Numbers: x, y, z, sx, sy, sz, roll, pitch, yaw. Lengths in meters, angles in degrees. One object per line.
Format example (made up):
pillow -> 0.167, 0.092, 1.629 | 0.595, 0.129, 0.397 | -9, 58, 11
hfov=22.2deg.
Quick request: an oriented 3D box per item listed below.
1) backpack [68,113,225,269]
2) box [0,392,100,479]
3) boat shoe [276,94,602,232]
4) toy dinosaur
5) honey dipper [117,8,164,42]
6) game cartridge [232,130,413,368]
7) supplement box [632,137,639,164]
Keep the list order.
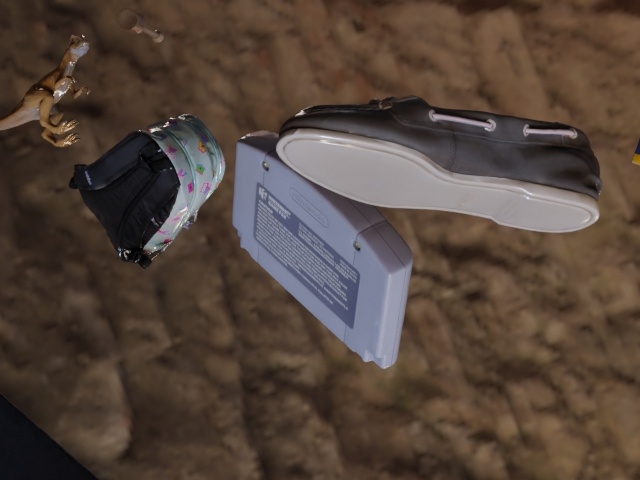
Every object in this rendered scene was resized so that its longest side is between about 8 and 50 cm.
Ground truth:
backpack -> -0.200, -0.073, 1.949 | 0.152, 0.182, 0.115 | 50, -134, 4
box -> -0.433, 0.418, 1.989 | 0.480, 0.471, 0.297 | 46, -121, -22
boat shoe -> 0.113, -0.086, 1.536 | 0.112, 0.335, 0.096 | 140, 138, -56
toy dinosaur -> -0.345, -0.165, 1.999 | 0.112, 0.211, 0.064 | 56, -167, 15
honey dipper -> -0.240, -0.289, 2.219 | 0.160, 0.030, 0.030 | -1, -111, -81
game cartridge -> 0.000, 0.000, 1.998 | 0.297, 0.062, 0.198 | 42, 139, 32
supplement box -> 0.497, -0.100, 1.459 | 0.356, 0.194, 0.195 | 21, -175, 41
